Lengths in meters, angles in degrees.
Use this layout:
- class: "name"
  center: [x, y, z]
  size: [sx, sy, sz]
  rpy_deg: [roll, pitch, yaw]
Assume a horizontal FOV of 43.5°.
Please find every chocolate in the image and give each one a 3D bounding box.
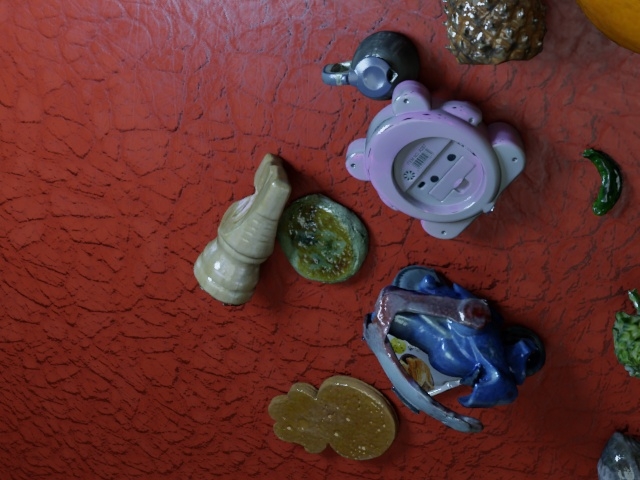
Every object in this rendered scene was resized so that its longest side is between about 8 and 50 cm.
- class: "chocolate"
  center: [0.577, 0.469, 1.491]
  size: [0.110, 0.110, 0.248]
  rpy_deg: [-8, 116, 26]

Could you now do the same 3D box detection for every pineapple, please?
- class: "pineapple"
  center: [0.251, -0.434, 1.133]
  size: [0.165, 0.165, 0.365]
  rpy_deg: [5, 115, 20]

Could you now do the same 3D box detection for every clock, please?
- class: "clock"
  center: [0.185, -0.132, 1.316]
  size: [0.247, 0.090, 0.228]
  rpy_deg: [30, 125, -16]

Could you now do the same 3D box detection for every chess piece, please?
- class: "chess piece"
  center: [-0.131, -0.023, 1.514]
  size: [0.137, 0.137, 0.301]
  rpy_deg: [34, 124, 3]

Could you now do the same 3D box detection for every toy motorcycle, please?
- class: "toy motorcycle"
  center: [0.227, 0.200, 1.434]
  size: [0.319, 0.182, 0.241]
  rpy_deg: [31, 85, 6]

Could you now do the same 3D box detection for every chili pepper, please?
- class: "chili pepper"
  center: [0.458, -0.095, 1.290]
  size: [0.055, 0.035, 0.118]
  rpy_deg: [-14, 115, 10]

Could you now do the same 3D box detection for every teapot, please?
- class: "teapot"
  center: [0.081, -0.284, 1.303]
  size: [0.149, 0.108, 0.111]
  rpy_deg: [27, 121, 7]

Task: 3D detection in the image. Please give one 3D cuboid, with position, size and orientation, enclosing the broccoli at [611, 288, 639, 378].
- class: "broccoli"
  center: [0.611, 0.084, 1.181]
  size: [0.276, 0.338, 0.318]
  rpy_deg: [-5, 93, -6]

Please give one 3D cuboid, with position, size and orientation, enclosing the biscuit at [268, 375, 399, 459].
- class: "biscuit"
  center: [0.027, 0.379, 1.709]
  size: [0.288, 0.044, 0.202]
  rpy_deg: [-9, 111, 28]

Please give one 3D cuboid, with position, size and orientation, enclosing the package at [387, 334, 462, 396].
- class: "package"
  center: [0.205, 0.224, 1.560]
  size: [0.173, 0.027, 0.171]
  rpy_deg: [-27, 100, 25]

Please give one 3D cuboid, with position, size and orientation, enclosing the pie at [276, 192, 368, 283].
- class: "pie"
  center: [0.000, 0.000, 1.525]
  size: [0.186, 0.041, 0.187]
  rpy_deg: [10, 120, 19]

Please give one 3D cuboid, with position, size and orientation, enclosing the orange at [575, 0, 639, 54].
- class: "orange"
  center: [0.485, -0.414, 0.943]
  size: [0.423, 0.326, 0.424]
  rpy_deg: [25, 136, 26]
